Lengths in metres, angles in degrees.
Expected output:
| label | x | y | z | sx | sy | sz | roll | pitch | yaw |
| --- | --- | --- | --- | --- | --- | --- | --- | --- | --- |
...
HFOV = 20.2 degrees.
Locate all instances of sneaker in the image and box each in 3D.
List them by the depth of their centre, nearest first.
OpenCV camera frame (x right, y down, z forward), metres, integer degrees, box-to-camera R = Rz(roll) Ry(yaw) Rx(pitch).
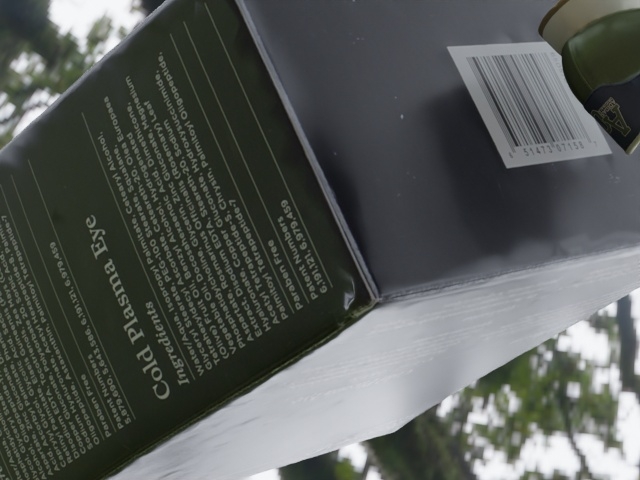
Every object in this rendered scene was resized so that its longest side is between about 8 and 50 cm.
| label | x | y | z | sx | sy | sz | roll | pitch | yaw |
| --- | --- | --- | --- | --- | --- | --- | --- | --- | --- |
| sneaker | 0.205 | -0.088 | 0.877 | 0.192 | 0.086 | 0.064 | -11 | -26 | -21 |

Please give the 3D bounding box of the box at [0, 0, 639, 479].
| label | x | y | z | sx | sy | sz | roll | pitch | yaw |
| --- | --- | --- | --- | --- | --- | --- | --- | --- | --- |
| box | 0.000 | 0.000 | 0.972 | 0.312 | 0.343 | 0.179 | -36 | -107 | 38 |
